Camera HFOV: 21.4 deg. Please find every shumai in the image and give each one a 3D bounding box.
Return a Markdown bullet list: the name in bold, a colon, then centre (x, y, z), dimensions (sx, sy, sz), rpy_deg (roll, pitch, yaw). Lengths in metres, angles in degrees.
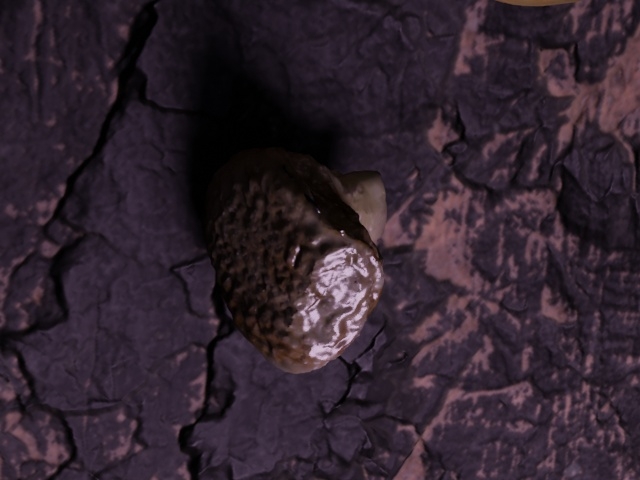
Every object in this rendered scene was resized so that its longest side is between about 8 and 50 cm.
- **shumai**: centre (-0.003, -0.003, 1.083), dimensions (0.116, 0.145, 0.145), rpy_deg (-20, 122, -41)

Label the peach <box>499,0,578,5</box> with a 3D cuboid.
- **peach**: centre (0.117, -0.249, 0.980), dimensions (0.232, 0.232, 0.232), rpy_deg (-11, 117, -24)
